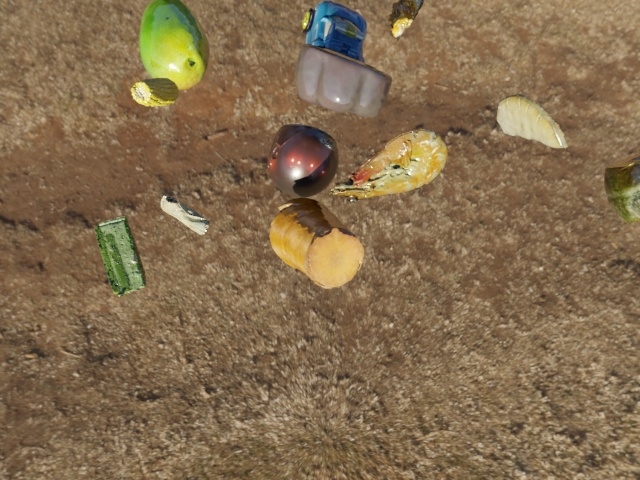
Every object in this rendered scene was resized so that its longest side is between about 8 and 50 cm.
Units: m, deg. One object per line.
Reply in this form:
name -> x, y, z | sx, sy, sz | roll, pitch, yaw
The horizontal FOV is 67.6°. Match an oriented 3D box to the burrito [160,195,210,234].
burrito -> -0.301, -0.056, 1.078 | 0.149, 0.055, 0.041 | 32, 82, 18

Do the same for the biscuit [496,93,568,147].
biscuit -> 0.597, -0.358, 1.395 | 0.038, 0.141, 0.289 | -29, 30, -4

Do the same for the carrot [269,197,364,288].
carrot -> 0.000, 0.000, 1.147 | 0.196, 0.254, 0.195 | -4, 101, -21

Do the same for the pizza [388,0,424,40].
pizza -> 0.294, -0.814, 1.688 | 0.086, 0.305, 0.161 | 24, 93, -7

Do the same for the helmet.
helmet -> -0.048, -0.223, 1.362 | 0.216, 0.189, 0.193 | -43, 41, 28

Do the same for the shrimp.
shrimp -> 0.154, -0.160, 1.081 | 0.295, 0.153, 0.062 | -23, 43, -10

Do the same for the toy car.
toy car -> 0.051, -0.581, 1.401 | 0.198, 0.166, 0.313 | 14, 72, -23

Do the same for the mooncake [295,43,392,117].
mooncake -> 0.053, -0.389, 1.170 | 0.245, 0.245, 0.133 | 17, 110, 8

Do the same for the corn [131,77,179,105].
corn -> -0.394, -0.358, 1.151 | 0.068, 0.206, 0.067 | 1, 108, 2

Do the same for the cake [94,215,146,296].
cake -> -0.587, 0.060, 1.417 | 0.100, 0.099, 0.235 | -18, 73, -20

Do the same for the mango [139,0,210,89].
mango -> -0.473, -0.629, 1.513 | 0.201, 0.225, 0.381 | -5, 53, -36

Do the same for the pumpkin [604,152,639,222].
pumpkin -> 0.794, -0.152, 1.069 | 0.281, 0.190, 0.139 | -25, 92, 15
